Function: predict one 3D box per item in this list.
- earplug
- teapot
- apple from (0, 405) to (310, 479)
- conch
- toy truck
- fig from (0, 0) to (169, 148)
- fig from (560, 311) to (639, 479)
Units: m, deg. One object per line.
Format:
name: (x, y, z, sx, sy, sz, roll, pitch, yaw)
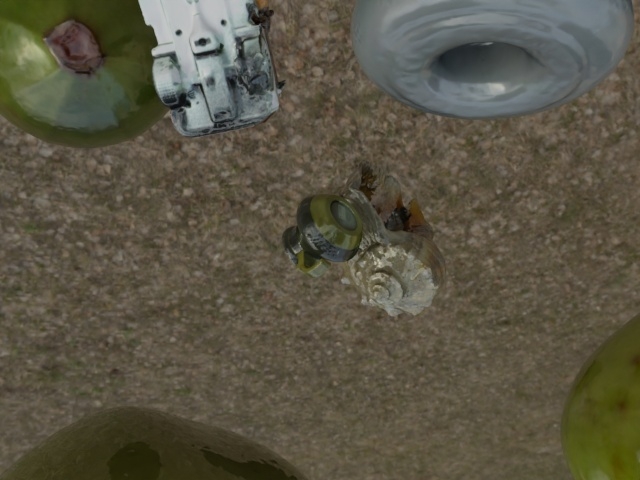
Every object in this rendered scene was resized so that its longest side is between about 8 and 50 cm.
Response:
earplug: (0.143, -0.198, 0.507, 0.214, 0.325, 0.175, 7, 108, 9)
teapot: (0.000, 0.000, 0.951, 0.130, 0.166, 0.119, 35, 128, -19)
apple: (-0.153, 0.391, 0.502, 0.473, 0.474, 0.474, -7, 144, -5)
conch: (0.114, -0.005, 1.151, 0.209, 0.352, 0.297, -29, 109, 14)
toy truck: (-0.108, -0.234, 0.480, 0.114, 0.135, 0.271, -10, 114, 6)
fig: (-0.309, -0.260, 0.722, 0.315, 0.316, 0.316, -7, 144, -5)
fig: (0.426, 0.180, 0.608, 0.326, 0.258, 0.258, -51, 145, -13)
